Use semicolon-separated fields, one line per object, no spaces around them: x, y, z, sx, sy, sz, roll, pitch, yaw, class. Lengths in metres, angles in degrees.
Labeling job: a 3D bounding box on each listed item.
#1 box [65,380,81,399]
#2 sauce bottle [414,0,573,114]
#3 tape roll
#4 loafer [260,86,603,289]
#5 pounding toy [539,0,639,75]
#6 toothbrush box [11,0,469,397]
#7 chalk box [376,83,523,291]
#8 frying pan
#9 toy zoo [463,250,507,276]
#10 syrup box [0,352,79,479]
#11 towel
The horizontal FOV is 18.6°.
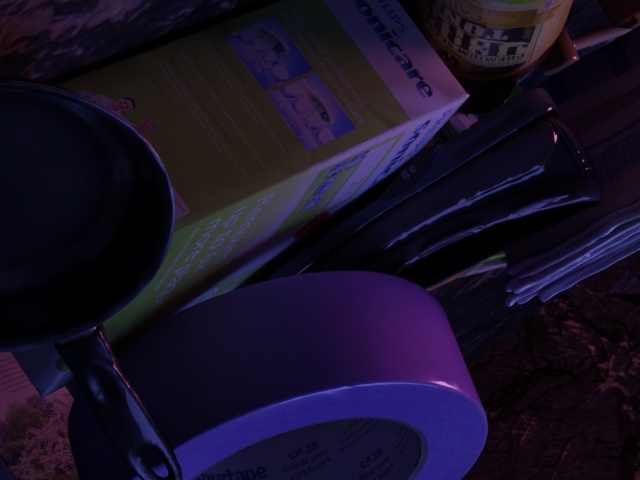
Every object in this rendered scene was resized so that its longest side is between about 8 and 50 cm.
-0.183;0.100;1.689;0.175;0.051;0.220;-34;169;-12;box
0.122;-0.172;1.350;0.111;0.111;0.344;-34;167;-9;sauce bottle
-0.029;0.133;1.333;0.275;0.090;0.275;-15;150;-9;tape roll
0.060;0.015;1.359;0.302;0.095;0.109;-37;170;0;loafer
0.248;-0.223;1.589;0.206;0.094;0.181;-30;176;17;pounding toy
-0.074;-0.042;1.280;0.283;0.122;0.206;-28;166;-40;toothbrush box
0.124;-0.064;1.732;0.132;0.132;0.213;-21;162;-51;chalk box
-0.135;0.014;1.099;0.197;0.053;0.326;-38;130;22;frying pan
0.120;0.005;2.072;0.192;0.030;0.293;-14;167;1;toy zoo
-0.218;0.175;1.422;0.093;0.237;0.096;-20;160;-52;syrup box
0.217;-0.074;1.470;0.209;0.034;0.285;-29;-154;16;towel
